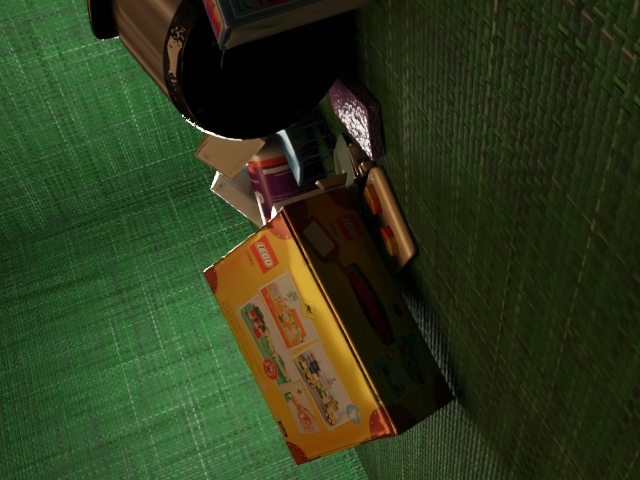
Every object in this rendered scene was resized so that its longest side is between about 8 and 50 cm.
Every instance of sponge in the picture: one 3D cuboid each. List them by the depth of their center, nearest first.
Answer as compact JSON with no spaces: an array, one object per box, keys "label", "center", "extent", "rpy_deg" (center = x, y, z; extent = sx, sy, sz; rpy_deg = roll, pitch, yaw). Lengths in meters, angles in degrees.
[{"label":"sponge","center":[0.066,-0.253,1.570],"extent":[0.210,0.031,0.117],"rpy_deg":[-122,16,-48]}]

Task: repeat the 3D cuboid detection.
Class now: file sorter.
[{"label":"file sorter","center":[-0.036,-0.240,1.925],"extent":[0.118,0.104,0.170],"rpy_deg":[95,153,-66]}]

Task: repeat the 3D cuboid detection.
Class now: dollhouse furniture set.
[{"label":"dollhouse furniture set","center":[0.041,-0.159,1.660],"extent":[0.091,0.114,0.081],"rpy_deg":[108,146,-78]}]

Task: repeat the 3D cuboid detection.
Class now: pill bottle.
[{"label":"pill bottle","center":[-0.083,-0.129,2.173],"extent":[0.181,0.182,0.323],"rpy_deg":[-133,25,-66]}]

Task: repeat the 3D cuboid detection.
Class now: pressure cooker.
[{"label":"pressure cooker","center":[-0.186,-0.433,1.504],"extent":[0.370,0.375,0.420],"rpy_deg":[23,-160,-50]}]

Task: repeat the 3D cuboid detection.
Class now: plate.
[{"label":"plate","center":[0.054,-0.141,1.795],"extent":[0.188,0.024,0.188],"rpy_deg":[167,90,-85]}]

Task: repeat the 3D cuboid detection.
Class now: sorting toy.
[{"label":"sorting toy","center":[0.126,-0.033,1.656],"extent":[0.208,0.038,0.193],"rpy_deg":[114,135,-76]}]

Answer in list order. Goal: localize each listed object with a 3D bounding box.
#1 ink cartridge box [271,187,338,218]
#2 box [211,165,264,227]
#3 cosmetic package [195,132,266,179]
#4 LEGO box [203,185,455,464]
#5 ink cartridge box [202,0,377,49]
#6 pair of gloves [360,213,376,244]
[{"label":"ink cartridge box","center":[0.000,0.000,2.006],"extent":[0.100,0.172,0.237],"rpy_deg":[104,145,-70]},{"label":"box","center":[-0.165,-0.113,2.370],"extent":[0.322,0.058,0.232],"rpy_deg":[40,-160,-18]},{"label":"cosmetic package","center":[-0.194,-0.316,2.043],"extent":[0.113,0.160,0.309],"rpy_deg":[34,-140,-19]},{"label":"LEGO box","center":[0.001,0.194,1.766],"extent":[0.372,0.193,0.500],"rpy_deg":[-34,81,49]},{"label":"ink cartridge box","center":[-0.087,-0.514,1.188],"extent":[0.151,0.270,0.395],"rpy_deg":[171,79,-78]},{"label":"pair of gloves","center":[0.107,-0.021,1.784],"extent":[0.074,0.010,0.083],"rpy_deg":[68,-167,12]}]
